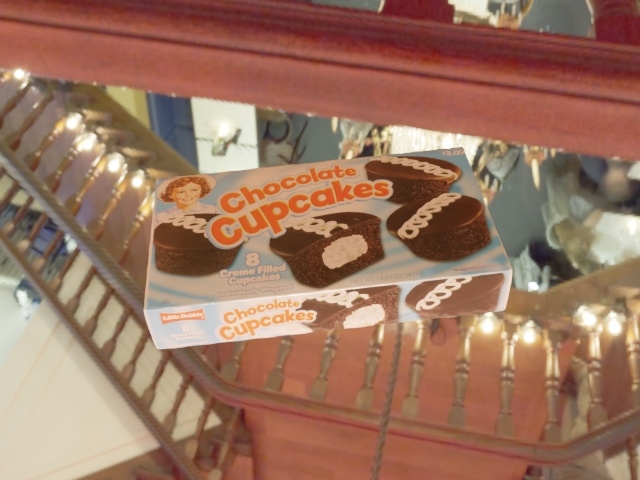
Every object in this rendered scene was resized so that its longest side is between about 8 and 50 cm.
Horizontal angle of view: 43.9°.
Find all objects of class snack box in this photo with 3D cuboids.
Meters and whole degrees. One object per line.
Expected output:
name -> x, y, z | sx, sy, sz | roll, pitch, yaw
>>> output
snack box -> 0.000, 0.000, 0.765 | 0.322, 0.187, 0.060 | -6, 132, -2
